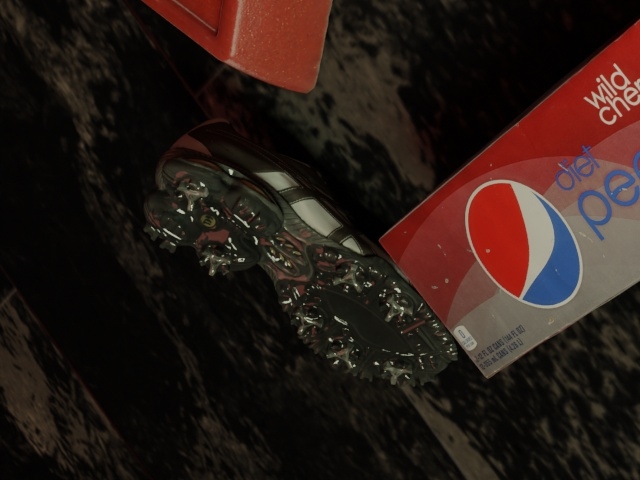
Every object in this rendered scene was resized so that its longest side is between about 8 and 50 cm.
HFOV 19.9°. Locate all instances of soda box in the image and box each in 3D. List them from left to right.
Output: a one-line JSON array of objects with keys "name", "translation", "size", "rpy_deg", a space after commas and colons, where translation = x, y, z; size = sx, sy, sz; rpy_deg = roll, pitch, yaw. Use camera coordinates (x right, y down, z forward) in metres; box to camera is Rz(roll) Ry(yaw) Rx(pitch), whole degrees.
[{"name": "soda box", "translation": [0.136, -0.036, 0.802], "size": [0.092, 0.083, 0.263], "rpy_deg": [53, 144, 3]}]

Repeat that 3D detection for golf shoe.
[{"name": "golf shoe", "translation": [0.000, 0.000, 1.010], "size": [0.198, 0.094, 0.077], "rpy_deg": [37, 126, -14]}]

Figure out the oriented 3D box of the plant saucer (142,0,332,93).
[{"name": "plant saucer", "translation": [-0.092, -0.228, 0.949], "size": [0.258, 0.047, 0.259], "rpy_deg": [38, 142, 23]}]
